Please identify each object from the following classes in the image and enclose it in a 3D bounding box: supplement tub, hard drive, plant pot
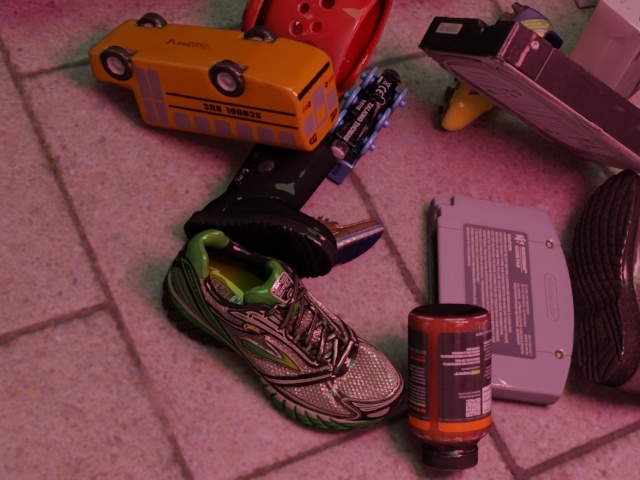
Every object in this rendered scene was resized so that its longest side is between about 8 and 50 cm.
[{"bbox_3d":[0.160,0.182,1.433,0.106,0.106,0.197,-2,97,-17],"label":"supplement tub"},{"bbox_3d":[0.324,-0.200,1.620,0.339,0.237,0.064,28,90,-26],"label":"hard drive"},{"bbox_3d":[-0.009,-0.325,1.688,0.174,0.191,0.191,31,57,8],"label":"plant pot"}]

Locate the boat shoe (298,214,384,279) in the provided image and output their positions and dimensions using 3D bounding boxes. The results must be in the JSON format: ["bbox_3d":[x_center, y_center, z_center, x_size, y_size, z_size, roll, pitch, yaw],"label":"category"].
[{"bbox_3d":[0.000,0.000,1.564,0.183,0.066,0.066,-20,65,-25],"label":"boat shoe"}]

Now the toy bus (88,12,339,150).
[{"bbox_3d":[-0.148,-0.218,1.571,0.333,0.130,0.108,11,44,26],"label":"toy bus"}]

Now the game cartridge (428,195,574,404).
[{"bbox_3d":[0.249,0.081,1.592,0.198,0.062,0.297,11,57,-13],"label":"game cartridge"}]

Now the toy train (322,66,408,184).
[{"bbox_3d":[0.056,-0.171,1.660,0.080,0.105,0.184,35,57,-2],"label":"toy train"}]

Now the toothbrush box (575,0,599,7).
[{"bbox_3d":[0.490,-0.560,1.908,0.122,0.283,0.206,-12,64,-20],"label":"toothbrush box"}]

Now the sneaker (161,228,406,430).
[{"bbox_3d":[-0.045,0.114,1.436,0.344,0.146,0.134,31,56,4],"label":"sneaker"}]

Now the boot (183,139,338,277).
[{"bbox_3d":[-0.038,-0.060,1.521,0.247,0.094,0.207,8,48,39],"label":"boot"}]

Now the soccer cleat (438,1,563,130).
[{"bbox_3d":[0.285,-0.259,1.786,0.121,0.093,0.289,38,58,2],"label":"soccer cleat"}]

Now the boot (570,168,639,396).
[{"bbox_3d":[0.468,0.084,1.608,0.223,0.118,0.338,23,62,-24],"label":"boot"}]

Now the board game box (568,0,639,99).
[{"bbox_3d":[0.518,-0.339,1.819,0.303,0.224,0.097,-36,71,-30],"label":"board game box"}]
